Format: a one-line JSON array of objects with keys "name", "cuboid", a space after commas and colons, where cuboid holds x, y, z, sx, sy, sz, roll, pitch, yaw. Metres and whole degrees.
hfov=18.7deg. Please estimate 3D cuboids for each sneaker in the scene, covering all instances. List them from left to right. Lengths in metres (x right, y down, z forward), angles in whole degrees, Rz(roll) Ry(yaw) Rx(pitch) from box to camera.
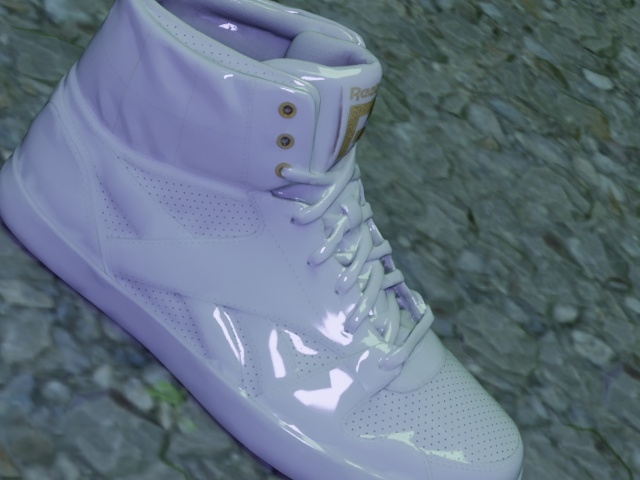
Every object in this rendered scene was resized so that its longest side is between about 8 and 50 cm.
[{"name": "sneaker", "cuboid": [0.000, 0.000, 0.888, 0.292, 0.169, 0.108, 36, 34, 1]}]
